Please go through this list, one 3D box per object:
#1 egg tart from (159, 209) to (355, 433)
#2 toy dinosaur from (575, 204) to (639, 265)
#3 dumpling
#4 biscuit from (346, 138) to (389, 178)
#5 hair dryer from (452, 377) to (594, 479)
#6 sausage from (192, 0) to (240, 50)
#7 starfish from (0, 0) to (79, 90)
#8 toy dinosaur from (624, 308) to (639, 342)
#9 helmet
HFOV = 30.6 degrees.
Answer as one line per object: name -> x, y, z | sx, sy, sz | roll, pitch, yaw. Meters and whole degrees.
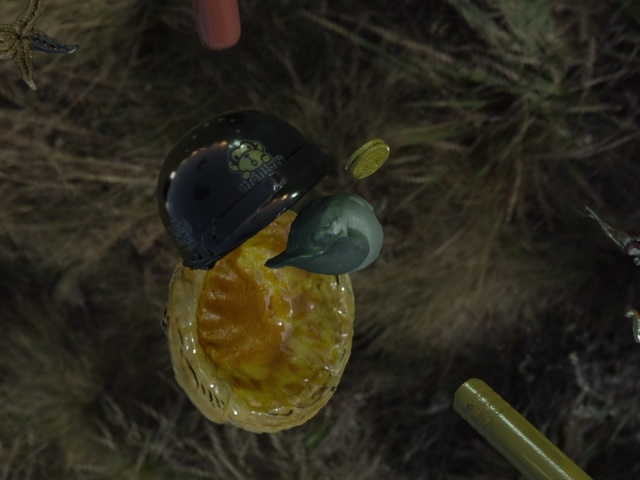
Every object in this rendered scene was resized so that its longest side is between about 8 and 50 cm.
egg tart -> -0.111, 0.125, 1.924 | 0.169, 0.388, 0.388 | -6, 109, 49
toy dinosaur -> 0.420, 0.000, 1.614 | 0.032, 0.108, 0.220 | -57, 32, 2
dumpling -> 0.005, -0.010, 1.522 | 0.149, 0.216, 0.105 | 7, 105, 17
biscuit -> 0.081, -0.139, 2.008 | 0.023, 0.084, 0.084 | 50, 130, 21
hair dryer -> 0.217, 0.225, 1.072 | 0.278, 0.135, 0.090 | 42, 116, 35
sausage -> -0.145, -0.328, 1.598 | 0.062, 0.062, 0.154 | 21, 142, 22
starfish -> -0.345, -0.245, 1.376 | 0.133, 0.041, 0.130 | 19, 82, -3
toy dinosaur -> 0.355, 0.116, 1.096 | 0.212, 0.142, 0.057 | 26, 165, -34
helmet -> -0.116, -0.085, 1.528 | 0.160, 0.230, 0.279 | 53, 161, -6
